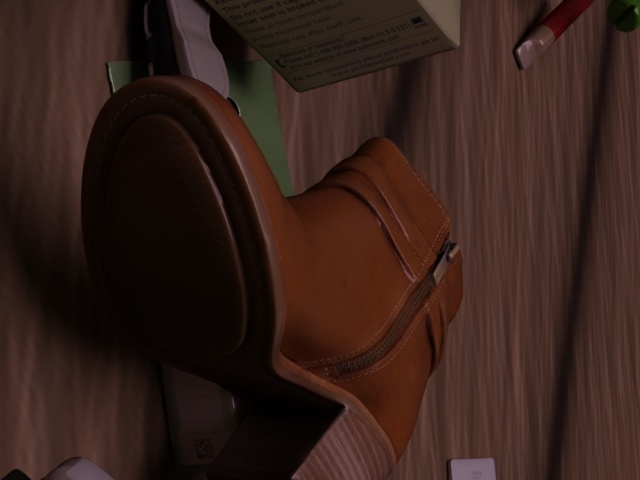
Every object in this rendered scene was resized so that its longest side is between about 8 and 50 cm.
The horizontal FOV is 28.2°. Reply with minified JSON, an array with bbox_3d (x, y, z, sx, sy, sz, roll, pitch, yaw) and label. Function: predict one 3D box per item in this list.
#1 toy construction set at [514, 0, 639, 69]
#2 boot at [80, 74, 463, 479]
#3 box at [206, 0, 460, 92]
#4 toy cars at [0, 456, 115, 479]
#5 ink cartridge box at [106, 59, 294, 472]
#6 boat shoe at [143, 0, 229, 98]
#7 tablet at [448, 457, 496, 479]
[{"bbox_3d":[0.207,-0.280,1.134,0.237,0.257,0.309,-45,146,-32],"label":"toy construction set"},{"bbox_3d":[0.000,0.000,0.668,0.220,0.109,0.283,-53,129,-44],"label":"boot"},{"bbox_3d":[-0.020,-0.245,0.733,0.243,0.117,0.214,40,46,-48],"label":"box"},{"bbox_3d":[-0.016,0.157,0.501,0.393,0.087,0.176,25,23,-41],"label":"toy cars"},{"bbox_3d":[-0.038,0.004,0.768,0.171,0.056,0.235,-13,97,-58],"label":"ink cartridge box"},{"bbox_3d":[-0.084,-0.124,0.732,0.046,0.038,0.125,18,50,-52],"label":"boat shoe"},{"bbox_3d":[0.125,0.204,1.032,0.083,0.006,0.054,13,72,-57],"label":"tablet"}]
